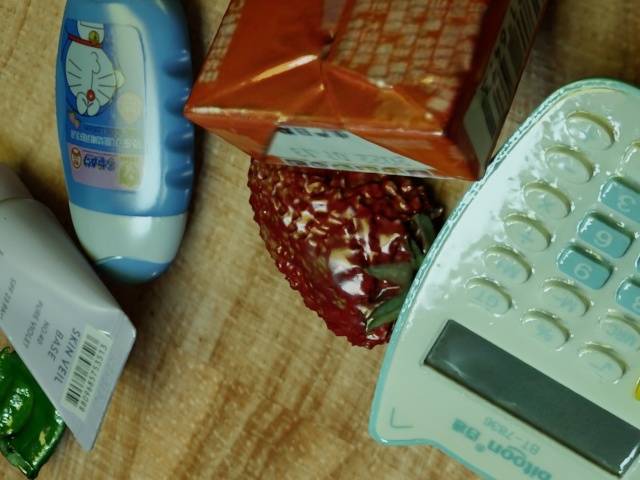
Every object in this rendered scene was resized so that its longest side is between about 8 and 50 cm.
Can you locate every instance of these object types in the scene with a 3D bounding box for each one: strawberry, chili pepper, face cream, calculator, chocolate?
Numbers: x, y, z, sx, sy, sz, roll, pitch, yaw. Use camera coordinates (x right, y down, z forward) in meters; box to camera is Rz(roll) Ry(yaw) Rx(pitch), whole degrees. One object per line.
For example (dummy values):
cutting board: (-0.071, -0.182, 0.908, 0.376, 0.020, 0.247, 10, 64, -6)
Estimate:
strawberry: (-0.002, 0.002, 1.615, 0.208, 0.087, 0.167, 22, 115, 30)
chili pepper: (-0.260, 0.140, 1.843, 0.108, 0.062, 0.216, 47, 123, 8)
face cream: (-0.171, -0.090, 1.708, 0.149, 0.083, 0.264, 12, 109, 40)
calculator: (0.205, 0.050, 1.463, 0.256, 0.054, 0.386, 30, 123, 3)
chocolate: (0.048, -0.163, 1.465, 0.234, 0.108, 0.237, 6, 65, 32)
face cream: (-0.253, 0.046, 1.753, 0.274, 0.096, 0.154, 49, 129, 32)
